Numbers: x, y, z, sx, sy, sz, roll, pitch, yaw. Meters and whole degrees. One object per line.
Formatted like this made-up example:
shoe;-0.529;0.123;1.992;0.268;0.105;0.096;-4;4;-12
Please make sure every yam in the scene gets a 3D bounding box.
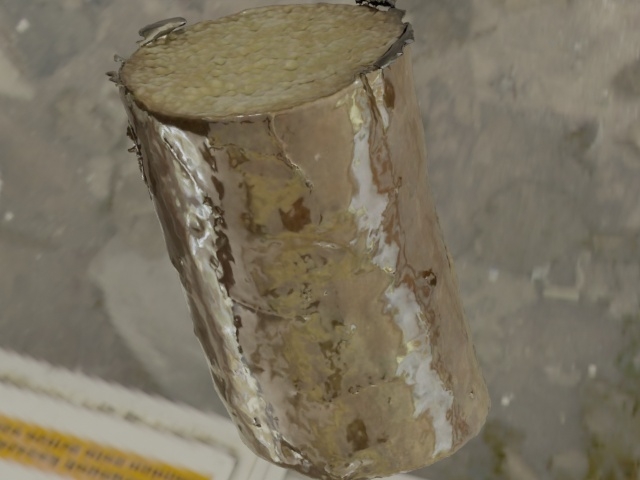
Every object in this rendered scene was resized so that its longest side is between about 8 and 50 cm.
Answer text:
yam;-0.003;0.001;0.480;0.084;0.084;0.127;-7;116;13
